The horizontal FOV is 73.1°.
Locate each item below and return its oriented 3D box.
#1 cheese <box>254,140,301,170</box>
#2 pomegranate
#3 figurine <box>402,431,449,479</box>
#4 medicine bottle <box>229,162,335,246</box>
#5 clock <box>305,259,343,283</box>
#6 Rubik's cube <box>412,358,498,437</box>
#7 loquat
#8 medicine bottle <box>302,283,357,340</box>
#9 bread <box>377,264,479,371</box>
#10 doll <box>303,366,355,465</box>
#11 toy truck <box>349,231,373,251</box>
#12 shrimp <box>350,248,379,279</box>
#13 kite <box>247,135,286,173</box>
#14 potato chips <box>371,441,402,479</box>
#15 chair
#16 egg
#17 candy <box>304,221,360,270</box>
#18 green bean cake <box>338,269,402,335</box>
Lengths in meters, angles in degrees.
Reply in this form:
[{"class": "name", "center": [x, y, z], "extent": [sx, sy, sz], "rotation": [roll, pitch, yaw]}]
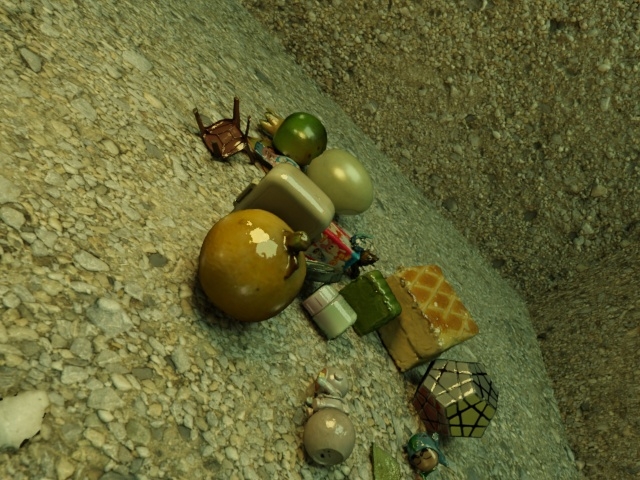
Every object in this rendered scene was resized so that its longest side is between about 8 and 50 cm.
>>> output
[{"class": "cheese", "center": [-0.179, -0.336, 1.928], "extent": [0.286, 0.074, 0.189], "rotation": [37, 29, -23]}, {"class": "pomegranate", "center": [-0.116, -0.527, 2.088], "extent": [0.358, 0.216, 0.310], "rotation": [36, 22, -14]}, {"class": "figurine", "center": [0.364, 0.734, 1.447], "extent": [0.178, 0.114, 0.145], "rotation": [43, 30, -30]}, {"class": "medicine bottle", "center": [-0.137, -0.078, 1.409], "extent": [0.282, 0.375, 0.123], "rotation": [41, 49, -14]}, {"class": "clock", "center": [-0.026, 0.108, 1.558], "extent": [0.214, 0.042, 0.215], "rotation": [11, 6, -1]}, {"class": "Rubik's cube", "center": [0.509, 0.592, 1.636], "extent": [0.264, 0.319, 0.319], "rotation": [28, 25, 16]}, {"class": "loquat", "center": [-0.176, 0.060, 1.233], "extent": [0.328, 0.359, 0.329], "rotation": [34, 42, -38]}, {"class": "medicine bottle", "center": [0.031, 0.245, 1.518], "extent": [0.168, 0.135, 0.135], "rotation": [50, 29, 0]}, {"class": "bread", "center": [0.418, 0.313, 1.824], "extent": [0.390, 0.279, 0.371], "rotation": [0, 52, -51]}, {"class": "doll", "center": [0.030, 0.483, 1.237], "extent": [0.151, 0.151, 0.287], "rotation": [38, 28, -20]}, {"class": "toy truck", "center": [0.165, -0.002, 1.707], "extent": [0.056, 0.090, 0.073], "rotation": [26, 38, -35]}, {"class": "shrimp", "center": [0.178, 0.116, 1.784], "extent": [0.058, 0.296, 0.169], "rotation": [-12, 94, -15]}, {"class": "kite", "center": [-0.221, -0.387, 2.024], "extent": [0.327, 0.013, 0.378], "rotation": [39, 31, -18]}, {"class": "potato chips", "center": [0.209, 0.723, 1.321], "extent": [0.142, 0.026, 0.209], "rotation": [-8, 60, -53]}, {"class": "chair", "center": [-0.372, -0.409, 1.743], "extent": [0.176, 0.183, 0.326], "rotation": [57, -15, 14]}, {"class": "egg", "center": [0.099, -0.261, 2.046], "extent": [0.336, 0.278, 0.278], "rotation": [52, 29, 5]}, {"class": "candy", "center": [0.000, 0.001, 1.732], "extent": [0.306, 0.157, 0.100], "rotation": [41, 30, -17]}, {"class": "green bean cake", "center": [0.188, 0.239, 1.671], "extent": [0.113, 0.200, 0.214], "rotation": [-8, 62, -57]}]
